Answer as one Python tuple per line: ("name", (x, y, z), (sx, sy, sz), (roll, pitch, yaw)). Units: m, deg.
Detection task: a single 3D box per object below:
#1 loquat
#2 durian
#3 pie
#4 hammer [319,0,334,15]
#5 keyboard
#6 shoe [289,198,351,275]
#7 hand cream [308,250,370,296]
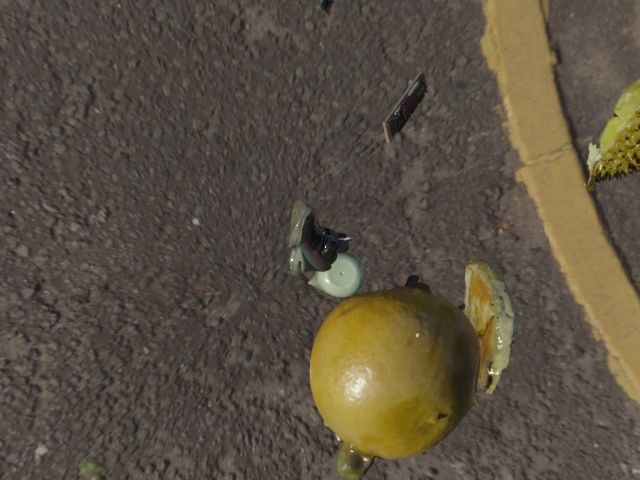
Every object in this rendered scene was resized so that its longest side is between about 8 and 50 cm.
("loquat", (0.067, 0.130, 0.714), (0.149, 0.172, 0.205), (22, 82, 36))
("durian", (0.396, -0.123, 0.941), (0.102, 0.208, 0.146), (36, 49, 10))
("pie", (0.403, 0.203, 1.804), (0.077, 0.339, 0.339), (-1, 86, 1))
("hammer", (0.072, -0.489, 1.463), (0.029, 0.246, 0.103), (39, 86, -28))
("keyboard", (0.169, -0.260, 1.463), (0.017, 0.055, 0.166), (17, 55, 28))
("shoe", (0.000, 0.000, 1.192), (0.099, 0.169, 0.071), (5, 54, 2))
("hand cream", (0.042, 0.073, 1.597), (0.147, 0.306, 0.093), (-11, 87, 0))
